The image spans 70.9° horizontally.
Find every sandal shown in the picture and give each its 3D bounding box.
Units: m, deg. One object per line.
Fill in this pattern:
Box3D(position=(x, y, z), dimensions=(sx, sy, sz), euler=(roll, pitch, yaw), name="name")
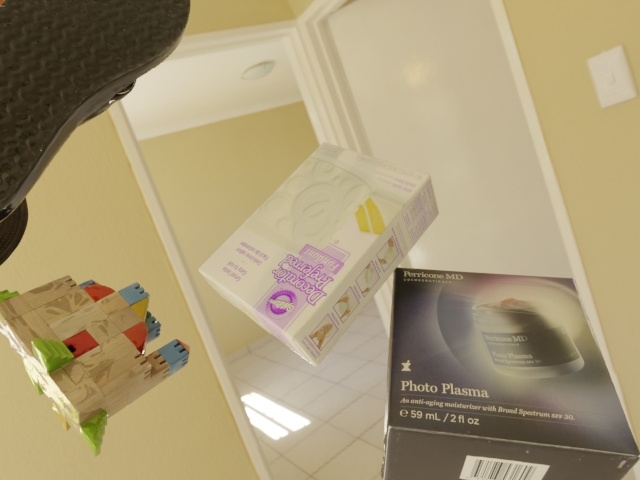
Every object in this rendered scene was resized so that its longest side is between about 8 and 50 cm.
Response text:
Box3D(position=(-0.340, -0.205, 0.569), dimensions=(0.446, 0.167, 0.107), euler=(-57, 16, -21), name="sandal")

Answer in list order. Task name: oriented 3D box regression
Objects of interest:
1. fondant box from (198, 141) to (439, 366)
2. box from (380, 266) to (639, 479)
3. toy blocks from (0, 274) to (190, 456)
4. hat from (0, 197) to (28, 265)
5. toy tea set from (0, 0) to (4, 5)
Box3D(position=(0.000, 0.000, 0.737), dimensions=(0.238, 0.096, 0.330), euler=(26, 67, 39), name="fondant box")
Box3D(position=(0.250, 0.206, 0.693), dimensions=(0.296, 0.183, 0.294), euler=(3, 40, 8), name="box")
Box3D(position=(-0.449, 0.194, 0.923), dimensions=(0.261, 0.381, 0.191), euler=(-31, -27, -46), name="toy blocks")
Box3D(position=(-0.761, -0.047, 0.898), dimensions=(0.331, 0.331, 0.134), euler=(-23, -4, -25), name="hat")
Box3D(position=(-0.634, -0.572, 1.020), dimensions=(0.336, 0.124, 0.200), euler=(-12, 32, -1), name="toy tea set")
